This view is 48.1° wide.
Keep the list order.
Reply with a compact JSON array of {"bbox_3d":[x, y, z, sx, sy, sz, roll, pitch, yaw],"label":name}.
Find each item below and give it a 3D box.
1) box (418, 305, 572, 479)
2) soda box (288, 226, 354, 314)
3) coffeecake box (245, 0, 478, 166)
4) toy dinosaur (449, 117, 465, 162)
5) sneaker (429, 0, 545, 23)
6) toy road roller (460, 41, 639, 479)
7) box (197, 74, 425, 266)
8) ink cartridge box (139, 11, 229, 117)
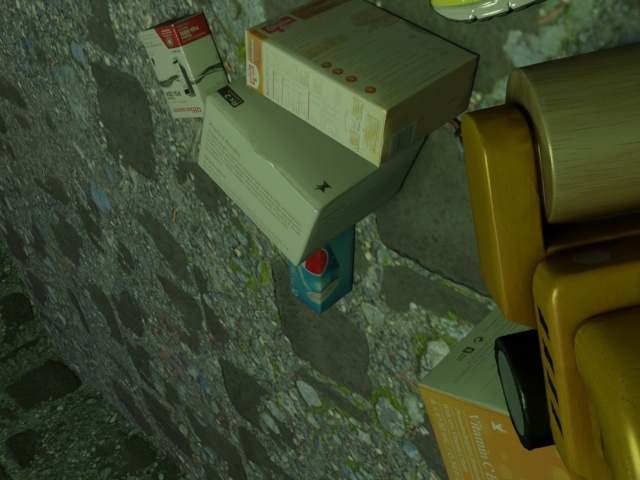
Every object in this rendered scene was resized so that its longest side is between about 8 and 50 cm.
[{"bbox_3d":[0.300,0.221,0.717,0.345,0.168,0.215,9,126,49],"label":"box"},{"bbox_3d":[0.000,0.000,0.995,0.067,0.071,0.210,33,142,31],"label":"soda box"},{"bbox_3d":[0.038,-0.171,0.721,0.185,0.142,0.068,36,143,28],"label":"coffeecake box"},{"bbox_3d":[0.168,-0.084,0.750,0.090,0.047,0.082,-112,0,-54],"label":"toy dinosaur"},{"bbox_3d":[0.170,-0.235,0.557,0.208,0.081,0.094,-7,112,44],"label":"sneaker"},{"bbox_3d":[0.232,0.041,0.483,0.241,0.202,0.330,-91,-11,-73],"label":"toy road roller"},{"bbox_3d":[-0.013,-0.104,0.814,0.181,0.182,0.119,46,149,14],"label":"box"},{"bbox_3d":[-0.191,-0.247,1.030,0.099,0.056,0.135,8,125,48],"label":"ink cartridge box"}]
